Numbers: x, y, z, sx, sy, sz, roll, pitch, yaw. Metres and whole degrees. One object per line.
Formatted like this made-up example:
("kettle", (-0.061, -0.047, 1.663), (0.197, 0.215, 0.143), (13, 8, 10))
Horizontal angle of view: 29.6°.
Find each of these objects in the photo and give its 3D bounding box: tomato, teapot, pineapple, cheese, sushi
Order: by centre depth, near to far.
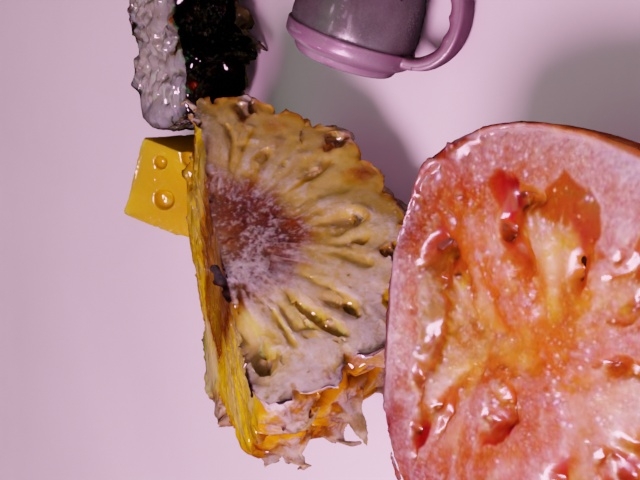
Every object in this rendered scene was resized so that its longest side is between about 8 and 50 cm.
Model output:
("tomato", (0.195, 0.083, 0.820), (0.338, 0.143, 0.339), (6, 98, 51))
("teapot", (0.049, -0.214, 1.028), (0.148, 0.116, 0.146), (41, 119, 49))
("pineapple", (-0.005, 0.058, 1.118), (0.286, 0.208, 0.344), (98, 160, -56))
("sushi", (-0.129, -0.223, 1.284), (0.147, 0.115, 0.213), (-14, 82, 58))
("cheese", (-0.098, -0.040, 1.296), (0.171, 0.126, 0.093), (31, 114, 29))
